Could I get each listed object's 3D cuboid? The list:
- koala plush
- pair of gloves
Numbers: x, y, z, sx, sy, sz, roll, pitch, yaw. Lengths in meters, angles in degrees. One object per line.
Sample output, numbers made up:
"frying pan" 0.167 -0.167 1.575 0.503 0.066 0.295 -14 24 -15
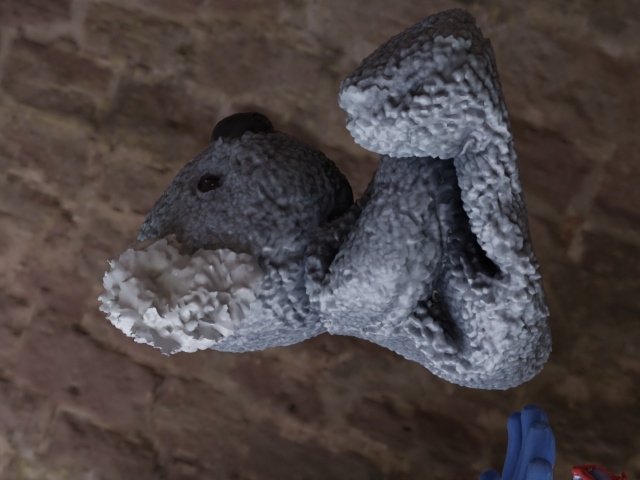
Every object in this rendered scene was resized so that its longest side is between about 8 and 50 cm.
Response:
"koala plush" 0.000 0.000 0.732 0.221 0.203 0.196 -13 -170 7
"pair of gloves" 0.100 0.168 0.656 0.023 0.159 0.198 15 -177 -7
